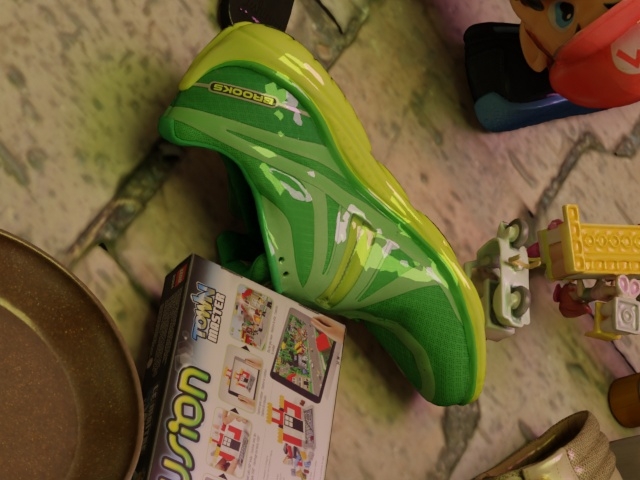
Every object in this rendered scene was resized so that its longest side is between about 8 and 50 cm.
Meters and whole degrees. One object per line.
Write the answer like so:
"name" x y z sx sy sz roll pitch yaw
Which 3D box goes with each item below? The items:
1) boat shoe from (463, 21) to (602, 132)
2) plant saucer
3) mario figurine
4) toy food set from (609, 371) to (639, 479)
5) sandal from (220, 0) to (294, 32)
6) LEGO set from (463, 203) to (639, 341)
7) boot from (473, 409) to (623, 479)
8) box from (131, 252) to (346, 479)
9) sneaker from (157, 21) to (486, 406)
"boat shoe" 0.216 -0.151 1.319 0.258 0.109 0.089 -13 80 -45
"plant saucer" -0.188 0.079 0.910 0.198 0.036 0.199 21 47 -25
"mario figurine" 0.143 -0.231 1.186 0.170 0.198 0.321 -18 64 -30
"toy food set" 0.296 0.201 1.261 0.111 0.104 0.232 -32 96 -43
"sandal" -0.023 -0.208 1.175 0.067 0.040 0.179 29 58 -30
"LEGO set" 0.215 0.057 1.235 0.287 0.107 0.132 26 64 -27
"boot" 0.154 0.248 1.128 0.262 0.095 0.203 -35 99 -44
"box" -0.051 0.118 0.989 0.114 0.036 0.207 27 50 -22
"sneaker" 0.000 0.000 1.098 0.123 0.109 0.295 -41 111 -10
